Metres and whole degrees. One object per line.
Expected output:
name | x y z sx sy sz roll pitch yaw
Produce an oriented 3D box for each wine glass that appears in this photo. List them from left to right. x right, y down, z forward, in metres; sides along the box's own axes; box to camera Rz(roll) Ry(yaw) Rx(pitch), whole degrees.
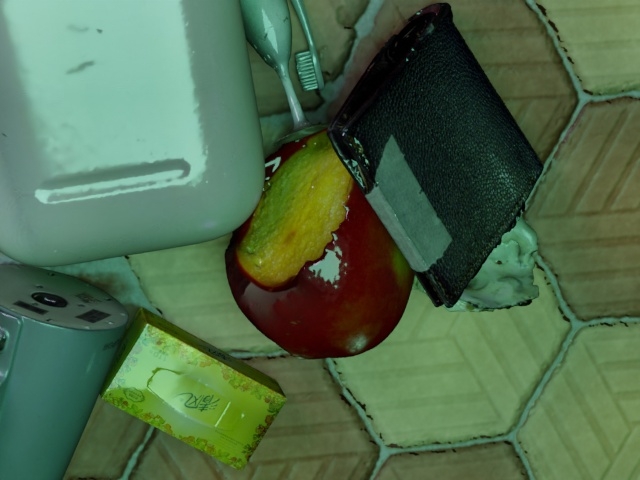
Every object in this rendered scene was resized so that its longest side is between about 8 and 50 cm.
wine glass | -0.050 -0.195 1.704 0.066 0.066 0.198 -19 85 -7

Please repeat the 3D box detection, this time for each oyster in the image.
oyster | 0.144 -0.002 1.832 0.163 0.081 0.191 -29 94 -29

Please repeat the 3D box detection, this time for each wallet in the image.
wallet | 0.116 -0.088 1.726 0.071 0.262 0.221 -16 116 36

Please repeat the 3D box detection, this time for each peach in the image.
peach | 0.000 0.000 1.730 0.196 0.190 0.226 -8 105 -3

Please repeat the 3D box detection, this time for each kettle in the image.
kettle | -0.308 0.168 1.700 0.160 0.210 0.243 21 103 12

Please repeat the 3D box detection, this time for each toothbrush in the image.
toothbrush | -0.039 -0.286 1.735 0.025 0.020 0.286 -14 107 -2

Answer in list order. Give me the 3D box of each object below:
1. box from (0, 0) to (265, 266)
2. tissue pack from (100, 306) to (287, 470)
box | -0.211 -0.155 1.657 0.288 0.141 0.349 -10 105 -3
tissue pack | -0.135 0.156 1.806 0.176 0.062 0.095 31 96 -17
